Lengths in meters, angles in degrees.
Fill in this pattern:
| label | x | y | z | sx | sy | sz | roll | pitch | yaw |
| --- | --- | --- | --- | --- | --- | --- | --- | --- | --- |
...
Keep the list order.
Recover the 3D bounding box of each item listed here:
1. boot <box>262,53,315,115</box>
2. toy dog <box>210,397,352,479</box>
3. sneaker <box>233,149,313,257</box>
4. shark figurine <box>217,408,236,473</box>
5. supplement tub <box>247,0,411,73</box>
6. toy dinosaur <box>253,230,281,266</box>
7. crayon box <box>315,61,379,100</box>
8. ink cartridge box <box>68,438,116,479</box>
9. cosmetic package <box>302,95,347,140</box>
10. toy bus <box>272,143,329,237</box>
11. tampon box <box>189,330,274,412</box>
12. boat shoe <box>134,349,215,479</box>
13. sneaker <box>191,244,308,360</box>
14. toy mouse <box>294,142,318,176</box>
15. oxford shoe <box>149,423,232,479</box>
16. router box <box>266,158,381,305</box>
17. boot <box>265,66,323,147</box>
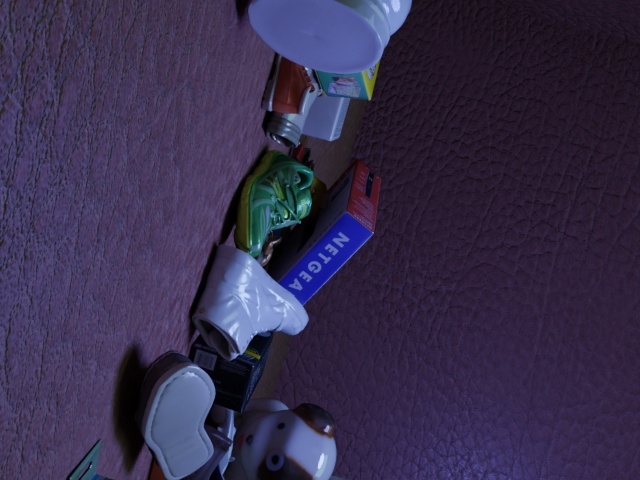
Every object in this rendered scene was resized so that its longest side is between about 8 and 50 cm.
| label | x | y | z | sx | sy | sz | roll | pitch | yaw |
| --- | --- | --- | --- | --- | --- | --- | --- | --- | --- |
| boot | -0.043 | -0.299 | 1.630 | 0.059 | 0.085 | 0.157 | 20 | 85 | -84 |
| toy dog | -0.095 | 0.514 | 2.075 | 0.284 | 0.395 | 0.408 | -62 | 179 | -24 |
| sneaker | -0.082 | -0.073 | 1.701 | 0.295 | 0.124 | 0.109 | -68 | 172 | -50 |
| shark figurine | -0.235 | 0.426 | 1.839 | 0.278 | 0.116 | 0.166 | -67 | -148 | 22 |
| supplement tub | 0.038 | -0.419 | 1.285 | 0.228 | 0.228 | 0.316 | 92 | 15 | -71 |
| toy dinosaur | -0.127 | 0.036 | 1.925 | 0.211 | 0.064 | 0.112 | -66 | 173 | -54 |
| crayon box | 0.054 | -0.469 | 1.636 | 0.363 | 0.106 | 0.313 | 60 | 42 | -71 |
| ink cartridge box | -0.292 | 0.376 | 1.176 | 0.109 | 0.062 | 0.209 | -56 | 162 | -72 |
| cosmetic package | 0.022 | -0.376 | 1.945 | 0.160 | 0.113 | 0.309 | -50 | 155 | -79 |
| toy bus | -0.035 | -0.104 | 2.116 | 0.202 | 0.104 | 0.191 | -55 | 154 | -44 |
| tampon box | -0.171 | 0.226 | 1.711 | 0.161 | 0.121 | 0.101 | -61 | 168 | -70 |
| boat shoe | -0.222 | 0.248 | 1.351 | 0.117 | 0.096 | 0.324 | -27 | 150 | -20 |
| sneaker | -0.133 | 0.147 | 1.654 | 0.292 | 0.108 | 0.169 | 47 | 58 | -50 |
| toy mouse | -0.043 | -0.182 | 2.247 | 0.161 | 0.031 | 0.143 | 51 | 57 | -68 |
| oxford shoe | -0.247 | 0.491 | 1.657 | 0.130 | 0.133 | 0.363 | -65 | 170 | -64 |
| router box | 0.000 | 0.000 | 2.152 | 0.335 | 0.082 | 0.301 | -47 | -167 | 24 |
| boot | -0.046 | -0.261 | 1.774 | 0.213 | 0.077 | 0.165 | 12 | 94 | -80 |
